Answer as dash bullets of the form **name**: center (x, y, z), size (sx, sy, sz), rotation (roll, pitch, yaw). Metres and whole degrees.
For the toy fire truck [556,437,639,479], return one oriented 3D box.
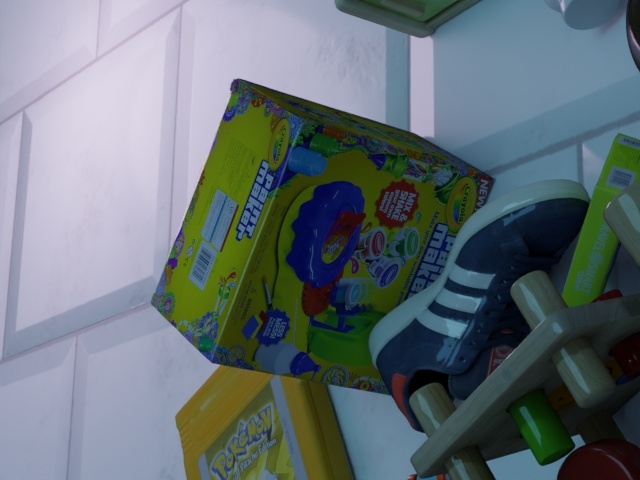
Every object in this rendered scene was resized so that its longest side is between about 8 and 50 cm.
- **toy fire truck**: center (0.359, 0.264, 1.266), size (0.302, 0.169, 0.254), rotation (-32, 72, 46)

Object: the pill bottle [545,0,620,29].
- **pill bottle**: center (0.273, -0.305, 1.627), size (0.086, 0.086, 0.152), rotation (-46, 44, 35)

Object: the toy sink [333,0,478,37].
- **toy sink**: center (0.104, -0.341, 1.819), size (0.234, 0.153, 0.131), rotation (-26, 59, 47)

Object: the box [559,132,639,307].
- **box**: center (0.277, -0.004, 1.469), size (0.109, 0.042, 0.178), rotation (-57, -18, -51)

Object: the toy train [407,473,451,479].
- **toy train**: center (0.163, 0.290, 1.612), size (0.125, 0.046, 0.166), rotation (-59, 43, 22)

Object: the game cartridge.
- **game cartridge**: center (-0.081, 0.287, 1.947), size (0.285, 0.053, 0.323), rotation (-49, 44, 33)

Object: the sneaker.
- **sneaker**: center (0.186, 0.083, 1.590), size (0.350, 0.131, 0.148), rotation (-53, 43, 41)

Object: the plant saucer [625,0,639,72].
- **plant saucer**: center (0.377, -0.247, 1.506), size (0.198, 0.036, 0.198), rotation (-23, 61, 48)

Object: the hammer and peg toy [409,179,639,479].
- **hammer and peg toy**: center (0.265, 0.094, 1.329), size (0.361, 0.266, 0.127), rotation (-53, 56, 41)

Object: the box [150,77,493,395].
- **box**: center (0.000, 0.000, 1.734), size (0.177, 0.279, 0.290), rotation (36, 109, 53)
